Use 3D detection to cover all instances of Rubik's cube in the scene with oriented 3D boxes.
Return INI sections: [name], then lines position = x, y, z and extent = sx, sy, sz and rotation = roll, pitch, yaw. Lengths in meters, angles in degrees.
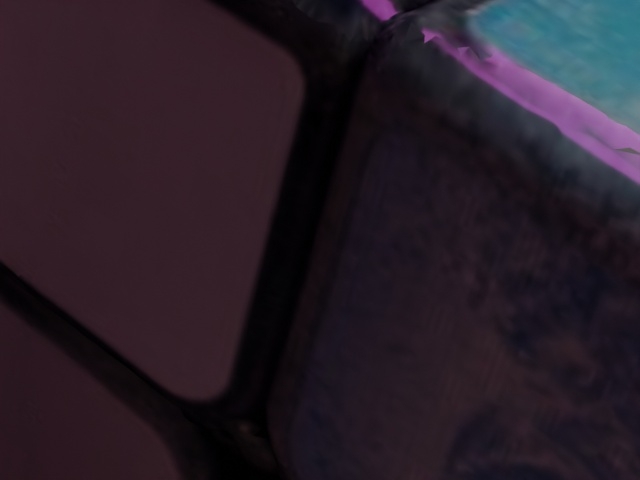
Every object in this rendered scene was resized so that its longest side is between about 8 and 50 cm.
[Rubik's cube]
position = 0.071, 0.002, 0.615
extent = 0.318, 0.313, 0.316
rotation = 35, 44, 21
